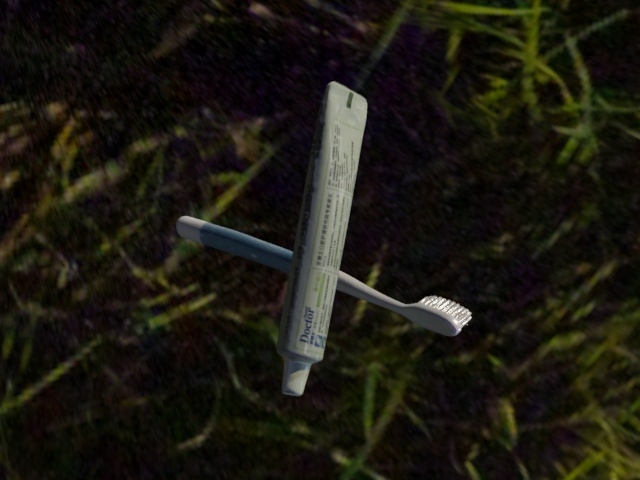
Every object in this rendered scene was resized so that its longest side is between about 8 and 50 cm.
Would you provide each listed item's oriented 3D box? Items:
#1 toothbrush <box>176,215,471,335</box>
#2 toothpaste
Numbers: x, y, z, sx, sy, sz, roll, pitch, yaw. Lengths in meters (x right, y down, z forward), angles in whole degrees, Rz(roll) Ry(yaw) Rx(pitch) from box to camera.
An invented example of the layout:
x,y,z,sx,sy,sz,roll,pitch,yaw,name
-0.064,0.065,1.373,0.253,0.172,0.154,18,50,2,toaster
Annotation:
x,y,z,sx,sy,sz,roll,pitch,yaw,name
-0.005,0.021,1.042,0.025,0.276,0.019,-35,131,-38,toothbrush
0.000,0.000,0.882,0.048,0.029,0.197,18,81,-55,toothpaste
